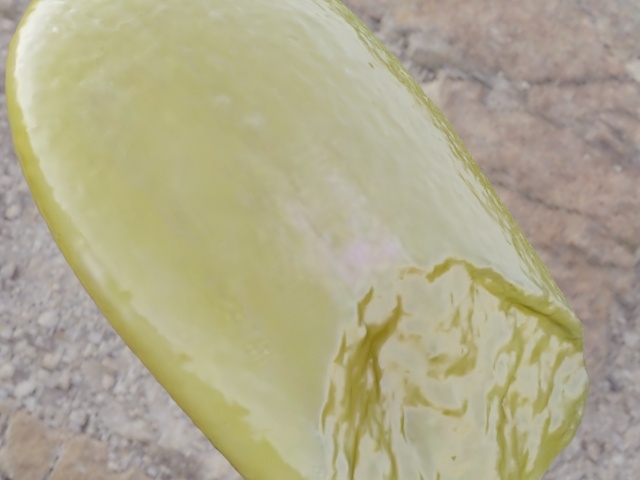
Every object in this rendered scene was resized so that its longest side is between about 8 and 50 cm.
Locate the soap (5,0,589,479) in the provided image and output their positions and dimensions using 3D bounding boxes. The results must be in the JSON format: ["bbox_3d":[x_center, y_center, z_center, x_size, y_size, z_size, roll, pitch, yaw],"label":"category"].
[{"bbox_3d":[0.002,-0.001,0.781,0.427,0.115,0.306,52,47,-3],"label":"soap"}]
